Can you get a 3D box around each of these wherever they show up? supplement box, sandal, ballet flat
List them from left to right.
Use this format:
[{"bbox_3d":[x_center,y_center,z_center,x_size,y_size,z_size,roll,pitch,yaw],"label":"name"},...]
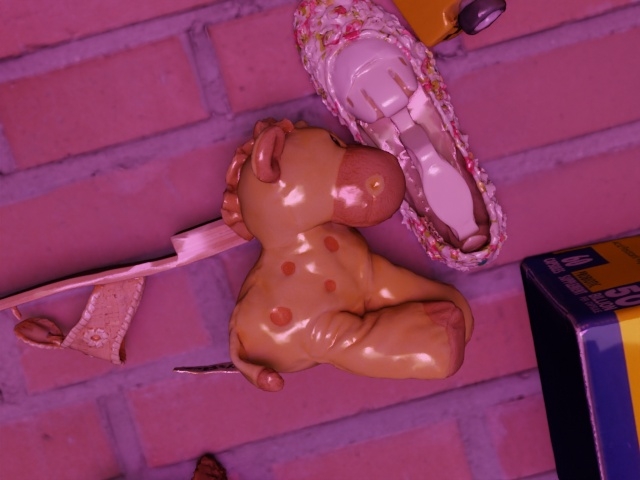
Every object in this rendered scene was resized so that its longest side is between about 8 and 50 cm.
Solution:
[{"bbox_3d":[-0.149,0.052,0.784,0.240,0.088,0.079,-20,94,-1],"label":"sandal"},{"bbox_3d":[0.065,-0.081,0.763,0.091,0.077,0.241,-35,98,5],"label":"ballet flat"},{"bbox_3d":[0.345,0.087,0.736,0.356,0.194,0.195,-12,101,2],"label":"supplement box"}]

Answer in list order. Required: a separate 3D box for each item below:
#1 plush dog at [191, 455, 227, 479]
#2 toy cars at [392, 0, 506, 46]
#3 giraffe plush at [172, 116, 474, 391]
[{"bbox_3d":[-0.089,0.314,0.804,0.262,0.210,0.225,1,120,-17],"label":"plush dog"},{"bbox_3d":[0.140,-0.320,0.691,0.176,0.087,0.394,19,114,30],"label":"toy cars"},{"bbox_3d":[0.000,0.000,0.727,0.210,0.181,0.170,-4,96,-21],"label":"giraffe plush"}]
